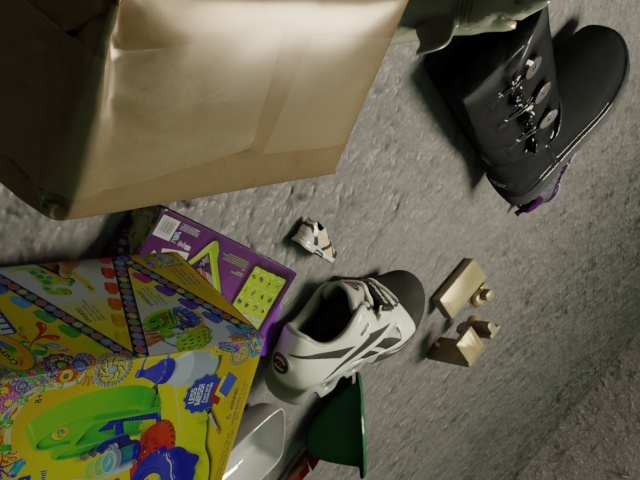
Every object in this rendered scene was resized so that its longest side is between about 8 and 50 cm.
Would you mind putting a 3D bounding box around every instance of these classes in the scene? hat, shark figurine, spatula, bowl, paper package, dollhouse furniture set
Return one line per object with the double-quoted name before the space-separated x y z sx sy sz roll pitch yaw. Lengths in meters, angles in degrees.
"hat" -0.019 0.326 1.826 0.173 0.183 0.209 90 -2 -56
"shark figurine" 0.060 -0.231 1.032 0.278 0.166 0.116 -18 108 -29
"spatula" -0.130 0.200 1.497 0.296 0.030 0.084 -58 158 -3
"bowl" -0.117 0.313 1.609 0.142 0.053 0.142 -39 147 -36
"paper package" -0.148 -0.172 0.780 0.324 0.309 0.168 -15 134 -54
"dollhouse furniture set" 0.252 0.134 2.094 0.144 0.123 0.151 -47 116 -24

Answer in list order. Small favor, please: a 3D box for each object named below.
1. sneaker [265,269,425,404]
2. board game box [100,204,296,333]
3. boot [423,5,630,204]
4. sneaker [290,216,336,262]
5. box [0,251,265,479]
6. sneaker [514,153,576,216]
"sneaker" 0.058 0.110 1.628 0.330 0.122 0.146 -34 146 -41
"board game box" -0.165 0.084 1.307 0.208 0.056 0.347 -63 153 -2
"boot" 0.349 -0.289 1.729 0.367 0.146 0.445 -58 149 -7
"sneaker" 0.000 0.000 1.510 0.044 0.040 0.109 -61 154 -1
"box" -0.245 0.185 1.061 0.279 0.177 0.290 -6 123 -40
"sneaker" 0.422 -0.137 2.056 0.098 0.083 0.224 -37 147 -29
